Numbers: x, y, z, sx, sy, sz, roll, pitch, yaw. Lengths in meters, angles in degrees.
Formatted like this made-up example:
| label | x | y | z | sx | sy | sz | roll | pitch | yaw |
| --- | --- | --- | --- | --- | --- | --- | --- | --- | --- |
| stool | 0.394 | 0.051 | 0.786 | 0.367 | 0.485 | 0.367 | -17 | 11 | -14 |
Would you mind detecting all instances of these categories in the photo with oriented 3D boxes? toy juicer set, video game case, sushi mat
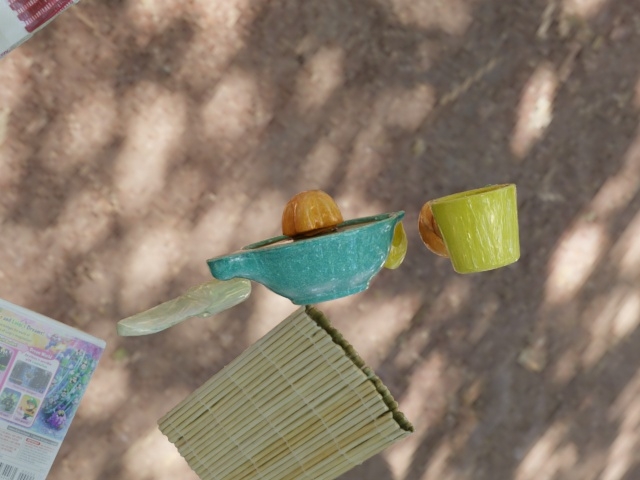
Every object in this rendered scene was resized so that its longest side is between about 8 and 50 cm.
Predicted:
| label | x | y | z | sx | sy | sz | roll | pitch | yaw |
| --- | --- | --- | --- | --- | --- | --- | --- | --- | --- |
| toy juicer set | 0.000 | 0.000 | 1.288 | 0.329 | 0.089 | 0.209 | -13 | -176 | 5 |
| video game case | -0.268 | 0.120 | 1.243 | 0.157 | 0.019 | 0.143 | 27 | 85 | -33 |
| sushi mat | -0.043 | 0.178 | 1.481 | 0.019 | 0.151 | 0.316 | -39 | 179 | -41 |

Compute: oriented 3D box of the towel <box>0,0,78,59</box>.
| label | x | y | z | sx | sy | sz | roll | pitch | yaw |
| --- | --- | --- | --- | --- | --- | --- | --- | --- | --- |
| towel | -0.214 | -0.242 | 0.938 | 0.329 | 0.237 | 0.037 | -34 | -172 | 8 |
